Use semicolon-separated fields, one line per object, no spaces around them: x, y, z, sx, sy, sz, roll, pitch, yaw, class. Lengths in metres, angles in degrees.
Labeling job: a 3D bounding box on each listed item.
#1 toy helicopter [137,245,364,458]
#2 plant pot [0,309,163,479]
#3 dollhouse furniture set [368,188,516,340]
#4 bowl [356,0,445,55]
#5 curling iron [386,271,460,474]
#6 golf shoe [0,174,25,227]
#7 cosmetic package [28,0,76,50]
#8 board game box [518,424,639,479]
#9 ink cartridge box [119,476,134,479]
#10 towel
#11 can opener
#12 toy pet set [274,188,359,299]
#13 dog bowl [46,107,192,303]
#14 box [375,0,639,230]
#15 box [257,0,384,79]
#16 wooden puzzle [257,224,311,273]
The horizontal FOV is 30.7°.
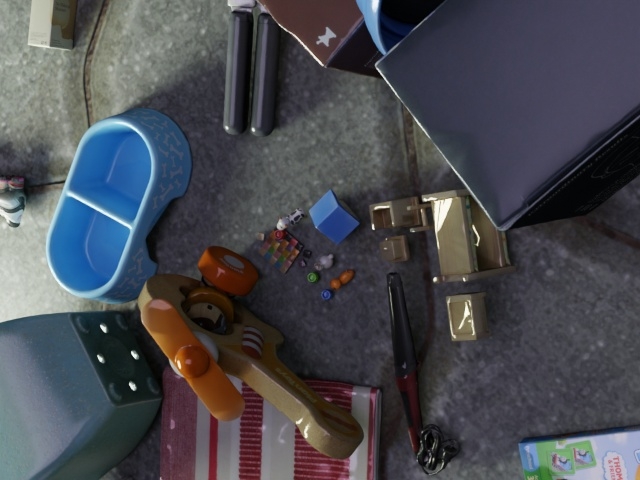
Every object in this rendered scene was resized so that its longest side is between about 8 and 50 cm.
-0.095;0.158;1.506;0.355;0.235;0.140;38;107;17;toy helicopter
-0.374;0.222;1.635;0.252;0.248;0.247;-32;77;17;plant pot
0.159;0.031;1.483;0.161;0.101;0.182;-7;91;49;dollhouse furniture set
0.200;-0.350;1.269;0.391;0.391;0.077;-48;62;19;bowl
0.123;0.170;1.493;0.068;0.035;0.274;-7;101;34;curling iron
-0.535;-0.060;1.782;0.186;0.067;0.086;3;96;24;golf shoe
-0.389;-0.338;1.705;0.041;0.060;0.115;10;99;22;cosmetic package
0.360;0.309;1.419;0.211;0.039;0.160;-12;88;23;board game box
-0.290;0.464;1.697;0.139;0.082;0.191;-40;79;21;ink cartridge box
-0.074;0.302;1.616;0.329;0.037;0.237;3;92;22;towel
-0.092;-0.278;1.540;0.076;0.095;0.284;6;100;7;can opener
0.000;0.000;1.542;0.114;0.065;0.122;-43;76;15;toy pet set
-0.297;-0.048;1.673;0.166;0.074;0.297;27;103;21;dog bowl
0.287;-0.185;1.227;0.293;0.395;0.212;-40;78;20;box
0.042;-0.318;1.435;0.168;0.203;0.167;47;109;14;box
-0.053;0.012;1.603;0.083;0.006;0.049;40;108;17;wooden puzzle
